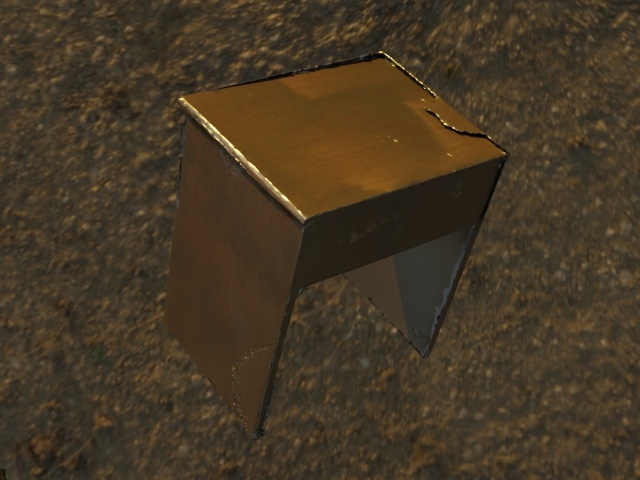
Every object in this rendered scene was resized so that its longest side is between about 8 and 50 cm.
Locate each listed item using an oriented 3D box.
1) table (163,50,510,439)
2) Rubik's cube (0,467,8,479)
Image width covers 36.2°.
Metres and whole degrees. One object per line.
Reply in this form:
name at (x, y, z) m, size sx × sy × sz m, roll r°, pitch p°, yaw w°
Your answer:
table at (0.000, 0.000, 0.970) m, size 0.196 × 0.250 × 0.282 m, roll 44°, pitch 138°, yaw 32°
Rubik's cube at (-0.223, 0.372, 0.741) m, size 0.234 × 0.284 × 0.250 m, roll -9°, pitch 124°, yaw 51°
